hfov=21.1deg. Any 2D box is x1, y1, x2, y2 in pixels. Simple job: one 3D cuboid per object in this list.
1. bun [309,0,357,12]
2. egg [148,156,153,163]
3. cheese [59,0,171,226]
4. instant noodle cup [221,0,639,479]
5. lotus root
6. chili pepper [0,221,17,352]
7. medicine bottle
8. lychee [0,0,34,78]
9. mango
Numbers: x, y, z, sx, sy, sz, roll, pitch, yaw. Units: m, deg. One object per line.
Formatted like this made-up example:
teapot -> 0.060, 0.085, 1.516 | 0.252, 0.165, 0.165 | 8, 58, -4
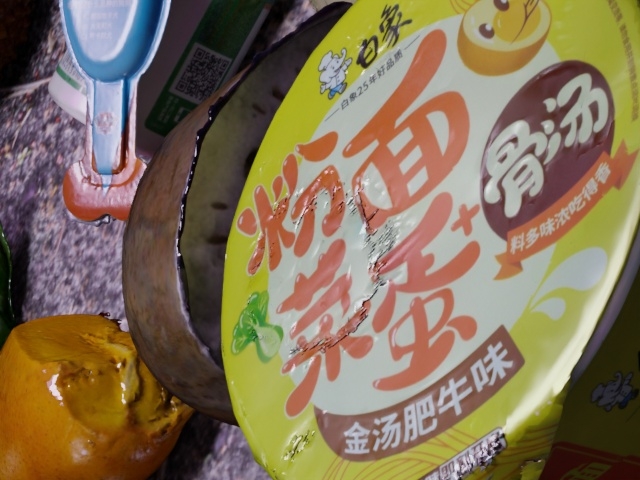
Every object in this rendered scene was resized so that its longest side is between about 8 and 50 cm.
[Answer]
bun -> 0.066, -0.246, 1.178 | 0.259, 0.152, 0.259 | -28, 50, 40
egg -> -0.105, -0.033, 1.339 | 0.096, 0.080, 0.080 | -50, 37, 13
cheese -> -0.160, -0.138, 1.326 | 0.106, 0.037, 0.256 | 2, 90, 28
instant noodle cup -> 0.125, 0.021, 0.874 | 0.311, 0.221, 0.311 | -32, 47, 41
lotus root -> 0.000, 0.000, 1.057 | 0.192, 0.272, 0.272 | -21, 54, 61
chili pepper -> -0.366, 0.108, 1.487 | 0.167, 0.213, 0.385 | -38, 45, 28
medicine bottle -> -0.103, -0.208, 1.397 | 0.274, 0.133, 0.133 | -60, 34, 10
lychee -> -0.419, -0.264, 1.741 | 0.276, 0.276, 0.304 | -44, 13, 29
mango -> -0.197, 0.132, 1.328 | 0.252, 0.126, 0.153 | -14, 79, 59
